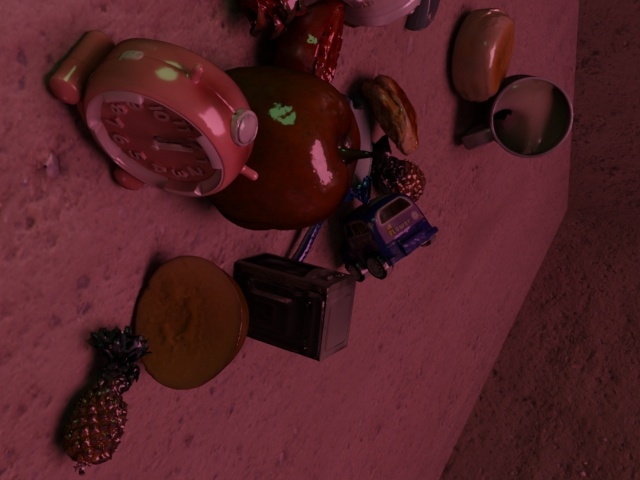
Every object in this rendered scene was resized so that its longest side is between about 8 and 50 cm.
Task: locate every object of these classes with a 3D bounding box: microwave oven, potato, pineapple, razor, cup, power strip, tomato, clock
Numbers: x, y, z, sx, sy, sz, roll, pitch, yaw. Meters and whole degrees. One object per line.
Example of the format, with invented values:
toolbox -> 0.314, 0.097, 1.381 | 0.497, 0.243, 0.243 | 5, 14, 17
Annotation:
microwave oven -> -0.056, 0.121, 1.342 | 0.129, 0.205, 0.163 | -13, 112, -59
potato -> -0.190, 0.134, 1.175 | 0.158, 0.178, 0.203 | 30, 50, -76
pineapple -> -0.317, 0.233, 1.054 | 0.103, 0.083, 0.221 | 29, 76, -57
razor -> -0.009, -0.007, 1.496 | 0.324, 0.056, 0.093 | -49, 163, -15
cup -> 0.588, -0.369, 2.219 | 0.237, 0.323, 0.327 | 64, 12, -9
power strip -> 0.239, -0.615, 1.699 | 0.167, 0.054, 0.253 | -56, 145, -31
tomato -> -0.031, -0.325, 1.299 | 0.228, 0.101, 0.228 | 15, 90, -82
clock -> -0.188, -0.167, 0.948 | 0.142, 0.241, 0.227 | -63, 148, -29
pineapple -> 0.165, -0.169, 1.723 | 0.111, 0.119, 0.237 | -34, 150, 16

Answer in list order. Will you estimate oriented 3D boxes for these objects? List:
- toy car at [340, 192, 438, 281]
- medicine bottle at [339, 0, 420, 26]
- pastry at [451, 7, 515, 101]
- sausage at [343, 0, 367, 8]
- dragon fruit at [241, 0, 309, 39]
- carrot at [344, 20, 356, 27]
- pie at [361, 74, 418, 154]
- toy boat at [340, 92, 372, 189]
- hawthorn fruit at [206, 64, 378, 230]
toy car -> 0.134, -0.014, 1.636 | 0.172, 0.235, 0.158 | -33, 97, -28
medicine bottle -> 0.065, -0.559, 1.268 | 0.190, 0.190, 0.332 | -65, 150, -19
pastry -> 0.463, -0.526, 2.052 | 0.265, 0.133, 0.265 | -36, 133, -51
sausage -> -0.019, -0.467, 1.220 | 0.269, 0.033, 0.033 | 25, 79, -33
dragon fruit -> -0.082, -0.408, 1.154 | 0.142, 0.130, 0.121 | 42, 34, -13
carrot -> 0.109, -0.517, 1.502 | 0.228, 0.069, 0.069 | -56, 146, -34
pie -> 0.166, -0.281, 1.598 | 0.179, 0.084, 0.205 | 62, 14, 14
toy boat -> 0.056, -0.211, 1.551 | 0.134, 0.079, 0.207 | -26, 114, -64
hawthorn fruit -> -0.055, -0.140, 1.131 | 0.268, 0.301, 0.267 | -18, 111, -58
